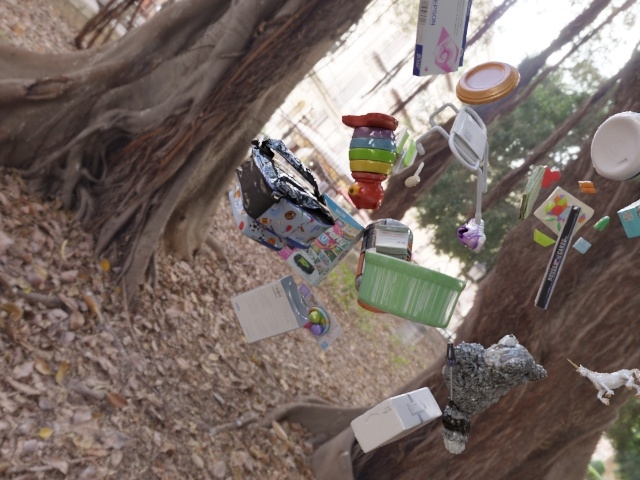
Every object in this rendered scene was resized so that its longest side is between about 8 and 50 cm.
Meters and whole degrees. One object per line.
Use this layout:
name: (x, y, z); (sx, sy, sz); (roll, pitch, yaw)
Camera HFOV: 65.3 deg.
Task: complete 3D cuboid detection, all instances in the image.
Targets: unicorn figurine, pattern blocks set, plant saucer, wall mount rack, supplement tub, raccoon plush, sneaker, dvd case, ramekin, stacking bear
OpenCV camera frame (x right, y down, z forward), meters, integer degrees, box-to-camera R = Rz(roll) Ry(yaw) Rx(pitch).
unicorn figurine: (0.704, 0.344, 1.221); (0.111, 0.162, 0.060); (-66, 147, -63)
pattern blocks set: (0.910, -0.102, 1.872); (0.324, 0.285, 0.026); (25, 18, -1)
plant saucer: (0.529, -0.511, 1.597); (0.200, 0.200, 0.037); (51, -4, 48)
wall mount rack: (0.417, -0.232, 1.436); (0.304, 0.130, 0.350); (46, 39, -10)
supplement tub: (0.233, 0.096, 1.842); (0.193, 0.193, 0.316); (42, 50, -41)
raccoon plush: (0.593, 0.539, 1.700); (0.216, 0.446, 0.299); (0, 1, -28)
sneaker: (0.635, -0.037, 2.131); (0.104, 0.095, 0.236); (18, 28, 4)
dvd case: (0.557, 0.043, 1.177); (0.029, 0.239, 0.179); (21, 5, 23)
ramekin: (0.256, 0.146, 1.456); (0.303, 0.148, 0.303); (18, -2, 1)
supplement tub: (1.171, -0.323, 1.776); (0.324, 0.235, 0.235); (1, 23, -18)
stacking bear: (0.155, -0.240, 1.582); (0.164, 0.289, 0.175); (4, 4, -43)

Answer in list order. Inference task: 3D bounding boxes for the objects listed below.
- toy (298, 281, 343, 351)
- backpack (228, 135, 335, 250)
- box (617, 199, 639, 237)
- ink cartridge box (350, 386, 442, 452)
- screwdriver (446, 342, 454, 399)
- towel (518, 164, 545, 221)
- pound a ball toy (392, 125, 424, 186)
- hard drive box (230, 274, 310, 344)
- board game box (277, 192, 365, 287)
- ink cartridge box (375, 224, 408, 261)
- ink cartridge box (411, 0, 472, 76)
toy: (-0.036, 0.288, 1.855); (0.056, 0.137, 0.237); (-13, 58, -49)
backpack: (-0.100, -0.092, 1.320); (0.263, 0.213, 0.276); (27, 30, -35)
box: (1.138, -0.092, 1.745); (0.060, 0.244, 0.101); (-23, -93, 56)
ink cartridge box: (0.276, 0.645, 1.807); (0.283, 0.207, 0.117); (8, 46, -51)
screwdriver: (0.398, 0.395, 1.512); (0.024, 0.025, 0.170); (135, -46, -74)
towel: (0.600, -0.133, 1.419); (0.027, 0.148, 0.110); (20, -37, 27)
pound a ball toy: (0.422, -0.413, 2.547); (0.208, 0.135, 0.319); (49, 38, -16)
hard drive box: (-0.180, 0.245, 1.768); (0.089, 0.232, 0.181); (-22, 91, -63)
board game box: (0.000, 0.000, 1.982); (0.224, 0.303, 0.097); (42, -1, 19)
ink cartridge box: (0.234, 0.012, 1.642); (0.104, 0.060, 0.180); (6, -20, 10)
ink cartridge box: (0.554, -0.900, 2.183); (0.071, 0.330, 0.324); (39, -42, 46)
